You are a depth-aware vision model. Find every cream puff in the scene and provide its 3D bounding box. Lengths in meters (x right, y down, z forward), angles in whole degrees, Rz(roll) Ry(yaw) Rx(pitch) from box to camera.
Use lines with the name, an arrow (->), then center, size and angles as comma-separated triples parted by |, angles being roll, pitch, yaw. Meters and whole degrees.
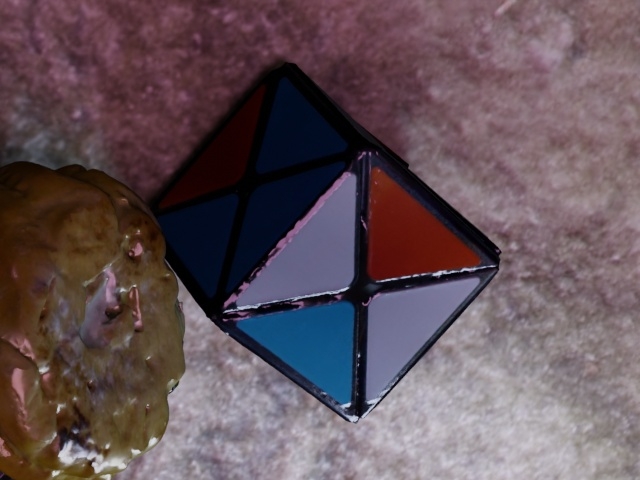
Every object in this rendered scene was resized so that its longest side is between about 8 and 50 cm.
cream puff -> -0.302, 0.087, 1.897 | 0.291, 0.257, 0.324 | -37, 121, -48

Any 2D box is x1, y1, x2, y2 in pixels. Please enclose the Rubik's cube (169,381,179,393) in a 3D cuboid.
Rubik's cube -> -0.209, 0.125, 2.066 | 0.133, 0.112, 0.133 | -10, 117, -20

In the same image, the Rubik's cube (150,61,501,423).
Rubik's cube -> 0.000, 0.000, 2.013 | 0.246, 0.248, 0.250 | -48, 124, 6

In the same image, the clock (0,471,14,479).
clock -> -0.418, 0.201, 2.054 | 0.226, 0.049, 0.226 | -9, 117, -19
